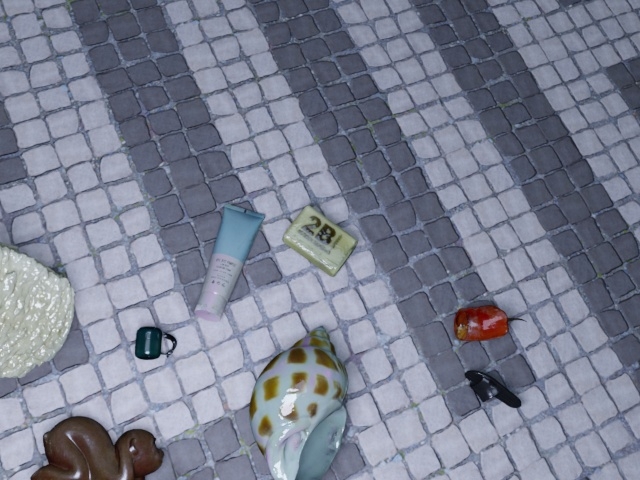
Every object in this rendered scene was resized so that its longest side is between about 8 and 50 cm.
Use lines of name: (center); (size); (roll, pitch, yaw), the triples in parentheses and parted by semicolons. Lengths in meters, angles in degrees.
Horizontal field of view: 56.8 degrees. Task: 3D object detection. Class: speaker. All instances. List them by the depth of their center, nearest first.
speaker: (-0.389, 0.244, 1.398); (0.094, 0.060, 0.076); (2, 72, -9)

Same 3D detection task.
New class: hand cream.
hand cream: (-0.239, 0.050, 1.501); (0.111, 0.070, 0.313); (18, 61, -1)

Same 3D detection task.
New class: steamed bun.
steamed bun: (-0.705, 0.167, 1.299); (0.272, 0.273, 0.291); (46, 66, -38)

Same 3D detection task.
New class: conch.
conch: (-0.037, 0.363, 1.345); (0.368, 0.197, 0.249); (-51, 121, -25)

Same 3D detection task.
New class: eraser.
eraser: (0.000, 0.000, 1.548); (0.172, 0.058, 0.117); (36, 70, 4)

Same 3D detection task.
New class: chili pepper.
chili pepper: (0.445, 0.213, 1.532); (0.191, 0.084, 0.086); (-2, 104, -7)

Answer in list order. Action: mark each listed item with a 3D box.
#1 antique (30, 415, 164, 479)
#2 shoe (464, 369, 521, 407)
antique: (-0.473, 0.462, 1.281); (0.256, 0.121, 0.144); (6, 61, 1)
shoe: (0.429, 0.384, 1.478); (0.159, 0.062, 0.053); (32, 57, -2)
